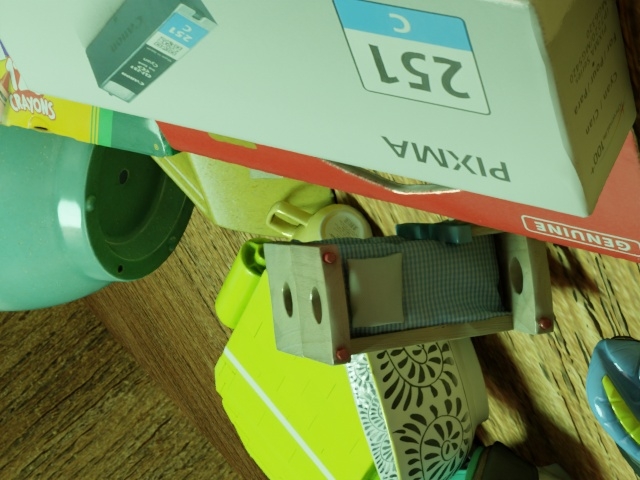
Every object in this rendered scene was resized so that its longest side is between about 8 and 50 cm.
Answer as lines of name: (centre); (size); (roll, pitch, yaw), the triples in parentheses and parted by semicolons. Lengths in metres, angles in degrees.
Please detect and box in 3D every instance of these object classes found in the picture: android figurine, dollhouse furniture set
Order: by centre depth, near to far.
dollhouse furniture set: (0.039, -0.033, 1.091); (0.129, 0.129, 0.184); (-175, 77, -74)
android figurine: (0.000, 0.119, 1.583); (0.248, 0.056, 0.273); (48, 145, 18)

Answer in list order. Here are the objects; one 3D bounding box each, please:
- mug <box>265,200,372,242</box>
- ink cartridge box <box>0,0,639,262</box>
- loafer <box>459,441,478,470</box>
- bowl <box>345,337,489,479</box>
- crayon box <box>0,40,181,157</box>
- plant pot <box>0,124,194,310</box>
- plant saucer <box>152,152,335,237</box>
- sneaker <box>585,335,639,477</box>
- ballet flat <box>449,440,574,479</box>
mug: (0.002, 0.003, 1.405); (0.064, 0.078, 0.062); (124, 143, -70)
ink cartridge box: (-0.002, -0.068, 0.887); (0.296, 0.066, 0.261); (14, 151, 27)
loafer: (0.145, 0.279, 1.635); (0.302, 0.095, 0.109); (56, 168, -20)
bowl: (0.069, 0.101, 1.358); (0.170, 0.080, 0.170); (165, 90, -84)
crayon box: (-0.161, -0.156, 1.222); (0.278, 0.081, 0.165); (13, 122, 49)
plant pot: (-0.224, -0.067, 1.646); (0.196, 0.293, 0.293); (13, 150, 27)
plant saucer: (-0.134, -0.158, 1.410); (0.333, 0.081, 0.333); (46, 169, 25)
sneaker: (0.204, 0.121, 1.017); (0.188, 0.067, 0.078); (52, -170, -10)
ballet flat: (0.140, 0.194, 1.413); (0.096, 0.095, 0.280); (9, 176, 2)
